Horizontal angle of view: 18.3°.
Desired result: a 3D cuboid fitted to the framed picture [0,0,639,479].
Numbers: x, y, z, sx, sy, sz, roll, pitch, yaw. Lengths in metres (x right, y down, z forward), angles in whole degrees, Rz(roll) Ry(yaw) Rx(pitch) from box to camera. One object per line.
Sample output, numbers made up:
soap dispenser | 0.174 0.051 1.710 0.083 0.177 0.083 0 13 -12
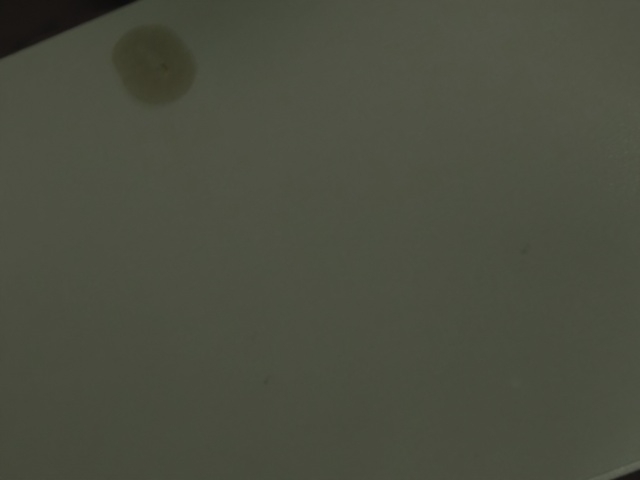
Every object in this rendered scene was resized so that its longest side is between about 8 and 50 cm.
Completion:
framed picture | 0.000 0.000 0.581 0.347 0.265 0.016 -22 -25 5
